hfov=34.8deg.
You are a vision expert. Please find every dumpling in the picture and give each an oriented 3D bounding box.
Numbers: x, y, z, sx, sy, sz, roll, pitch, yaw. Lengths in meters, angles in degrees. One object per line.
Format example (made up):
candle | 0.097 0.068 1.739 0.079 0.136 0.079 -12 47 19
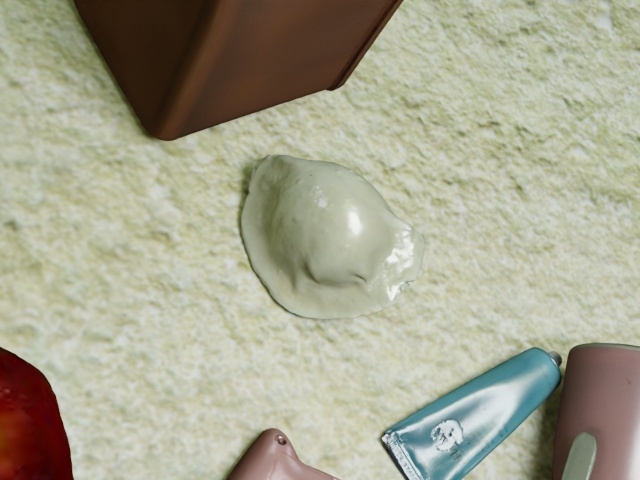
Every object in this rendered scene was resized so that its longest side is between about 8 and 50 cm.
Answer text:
dumpling | -0.001 0.000 1.022 0.111 0.181 0.155 29 86 -50

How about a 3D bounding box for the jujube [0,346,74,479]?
jujube | -0.361 0.178 0.679 0.377 0.276 0.276 2 66 -24

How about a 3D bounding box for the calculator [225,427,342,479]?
calculator | -0.027 0.339 0.880 0.220 0.048 0.330 28 61 -11

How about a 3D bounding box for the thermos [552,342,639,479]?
thermos | 0.286 0.242 1.003 0.176 0.146 0.265 37 62 -41

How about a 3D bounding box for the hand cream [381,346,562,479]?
hand cream | 0.167 0.174 1.047 0.224 0.048 0.083 -31 82 -27

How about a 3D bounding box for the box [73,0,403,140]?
box | -0.078 -0.274 0.972 0.229 0.339 0.239 -26 79 -28
